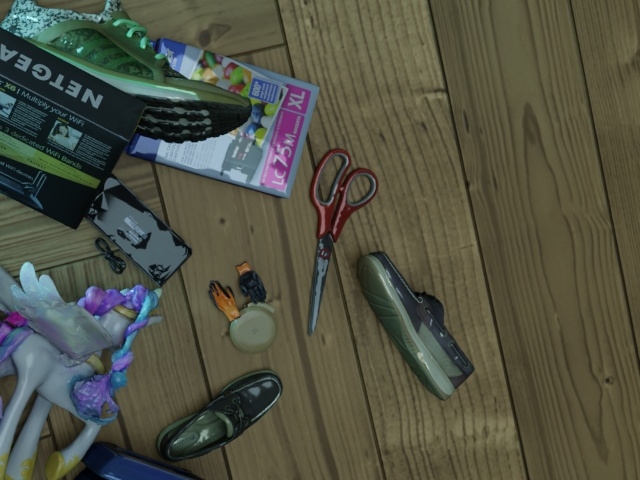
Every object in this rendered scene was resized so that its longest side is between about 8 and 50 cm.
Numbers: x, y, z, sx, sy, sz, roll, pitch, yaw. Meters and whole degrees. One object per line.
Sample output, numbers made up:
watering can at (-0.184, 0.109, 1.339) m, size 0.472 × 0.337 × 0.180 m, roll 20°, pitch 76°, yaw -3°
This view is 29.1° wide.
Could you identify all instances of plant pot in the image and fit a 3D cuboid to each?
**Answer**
plant pot at (-0.279, 0.429, 1.825) m, size 0.236 × 0.236 × 0.212 m, roll 23°, pitch 81°, yaw -18°

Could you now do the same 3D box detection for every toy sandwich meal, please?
toy sandwich meal at (-0.107, 0.137, 1.952) m, size 0.085 × 0.029 × 0.085 m, roll -2°, pitch 98°, yaw -14°

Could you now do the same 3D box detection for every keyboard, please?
keyboard at (-0.294, -0.006, 1.875) m, size 0.180 × 0.023 × 0.108 m, roll 44°, pitch 76°, yaw -6°

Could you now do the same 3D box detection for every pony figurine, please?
pony figurine at (-0.408, 0.166, 1.766) m, size 0.363 × 0.303 × 0.351 m, roll -58°, pitch 139°, yaw -8°

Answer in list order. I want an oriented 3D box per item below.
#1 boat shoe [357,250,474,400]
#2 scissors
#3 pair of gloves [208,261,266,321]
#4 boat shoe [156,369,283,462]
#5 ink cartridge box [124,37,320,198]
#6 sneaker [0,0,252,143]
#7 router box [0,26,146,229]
boat shoe at (0.157, 0.127, 1.995) m, size 0.092 × 0.103 × 0.285 m, roll -36°, pitch 107°, yaw -16°
scissors at (0.000, 0.000, 1.978) m, size 0.109 × 0.021 × 0.297 m, roll 24°, pitch 89°, yaw -19°
pair of gloves at (-0.130, 0.081, 1.936) m, size 0.083 × 0.010 × 0.074 m, roll -31°, pitch 78°, yaw -13°
boat shoe at (-0.150, 0.282, 1.926) m, size 0.223 × 0.073 × 0.080 m, roll -30°, pitch 102°, yaw -12°
ink cartridge box at (-0.172, -0.192, 1.888) m, size 0.311 × 0.065 × 0.186 m, roll 15°, pitch 90°, yaw -15°
sneaker at (-0.289, -0.269, 1.773) m, size 0.410 × 0.158 × 0.182 m, roll 15°, pitch 73°, yaw -1°
router box at (-0.429, -0.168, 1.710) m, size 0.309 × 0.243 × 0.081 m, roll 28°, pitch 50°, yaw -14°
